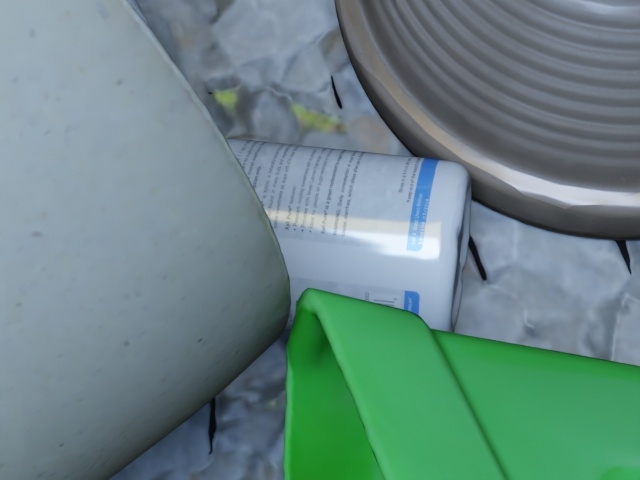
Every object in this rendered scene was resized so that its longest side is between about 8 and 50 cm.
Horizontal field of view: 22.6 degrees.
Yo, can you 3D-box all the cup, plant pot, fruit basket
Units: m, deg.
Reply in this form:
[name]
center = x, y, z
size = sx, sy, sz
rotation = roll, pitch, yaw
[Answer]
[cup]
center = -0.208, 0.005, 0.469
size = 0.331, 0.331, 0.237
rotation = 35, 72, 16
[plant pot]
center = 0.117, -0.128, 0.604
size = 0.237, 0.110, 0.237
rotation = -2, 73, 5
[fruit basket]
center = 0.008, 0.216, 0.373
size = 0.392, 0.283, 0.392
rotation = 2, 30, -1

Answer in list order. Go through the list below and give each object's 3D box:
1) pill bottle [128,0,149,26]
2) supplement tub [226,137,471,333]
[pill bottle]
center = -0.146, -0.138, 0.637
size = 0.112, 0.112, 0.187
rotation = -29, 71, -3
[supplement tub]
center = 0.000, 0.000, 0.597
size = 0.107, 0.071, 0.071
rotation = 7, 73, 9
